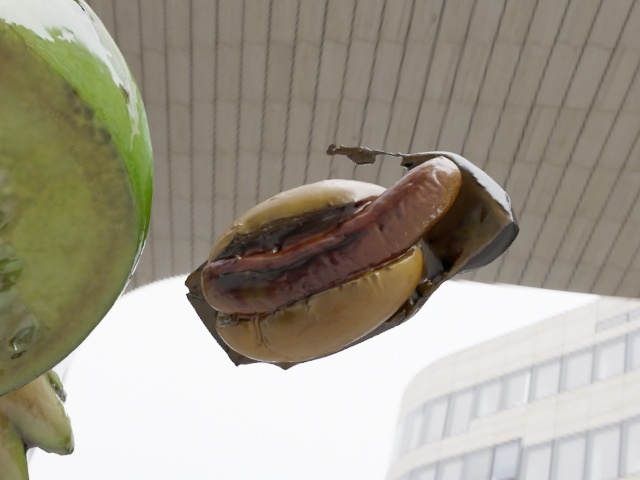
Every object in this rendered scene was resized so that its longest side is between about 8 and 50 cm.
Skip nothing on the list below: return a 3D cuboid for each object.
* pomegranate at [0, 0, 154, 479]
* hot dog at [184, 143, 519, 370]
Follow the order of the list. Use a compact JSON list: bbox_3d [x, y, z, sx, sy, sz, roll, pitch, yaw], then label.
[{"bbox_3d":[-0.245,-0.015,0.587,0.310,0.216,0.358,-26,-47,-12],"label":"pomegranate"},{"bbox_3d":[0.001,0.006,0.995,0.326,0.194,0.107,-38,-19,14],"label":"hot dog"}]
